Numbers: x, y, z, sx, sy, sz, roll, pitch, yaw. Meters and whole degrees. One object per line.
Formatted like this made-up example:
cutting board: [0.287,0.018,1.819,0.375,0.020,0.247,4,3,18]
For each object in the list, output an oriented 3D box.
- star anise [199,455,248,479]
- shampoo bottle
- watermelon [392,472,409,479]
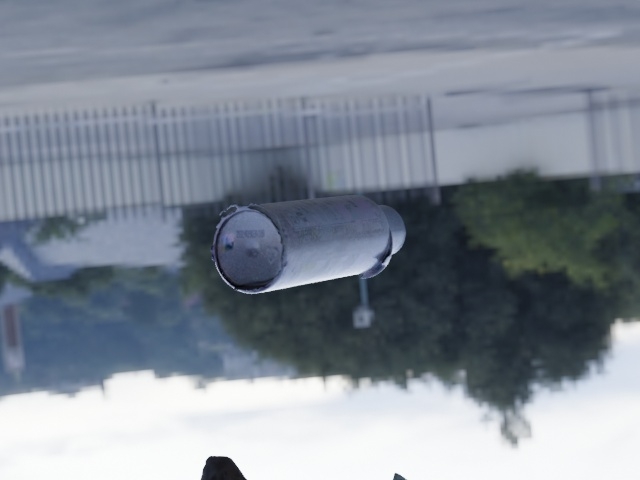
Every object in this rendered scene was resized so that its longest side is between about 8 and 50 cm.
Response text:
star anise: [-0.064,0.316,1.148,0.118,0.331,0.332,-16,176,36]
shampoo bottle: [0.000,0.000,1.220,0.072,0.072,0.214,-4,-178,31]
watermelon: [0.060,0.265,0.871,0.224,0.180,0.305,-11,-160,5]
